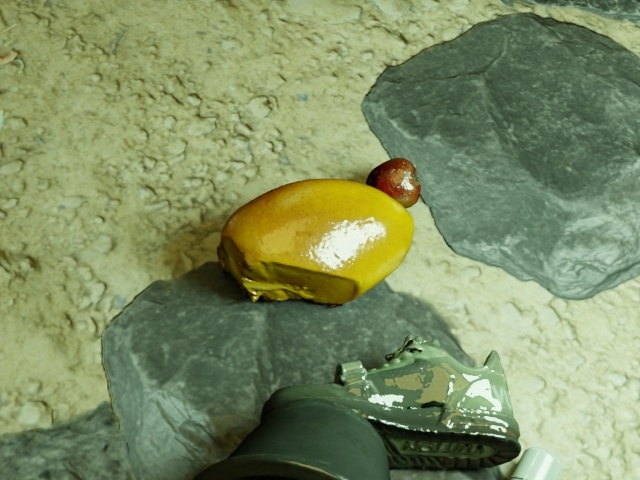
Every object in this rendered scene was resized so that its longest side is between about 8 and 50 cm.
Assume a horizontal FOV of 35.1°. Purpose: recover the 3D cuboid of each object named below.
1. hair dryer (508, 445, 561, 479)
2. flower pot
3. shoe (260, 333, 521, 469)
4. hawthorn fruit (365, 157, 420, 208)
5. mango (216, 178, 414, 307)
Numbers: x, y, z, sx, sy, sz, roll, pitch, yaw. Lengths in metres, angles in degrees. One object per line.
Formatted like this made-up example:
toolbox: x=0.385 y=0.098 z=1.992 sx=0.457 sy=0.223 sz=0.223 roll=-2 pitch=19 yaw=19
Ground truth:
hair dryer: x=0.272 y=0.298 z=1.125 sx=0.137 sy=0.047 sz=0.082 roll=32 pitch=57 yaw=10
flower pot: x=-0.014 y=0.261 z=1.040 sx=0.235 sy=0.235 sz=0.148 roll=14 pitch=35 yaw=5
shoe: x=0.081 y=0.173 z=1.162 sx=0.292 sy=0.109 sz=0.149 roll=7 pitch=50 yaw=-3
hawthorn fruit: x=0.097 y=-0.074 z=1.355 sx=0.077 sy=0.077 sz=0.077 roll=2 pitch=55 yaw=-3
mango: x=0.000 y=0.000 z=1.261 sx=0.252 sy=0.126 sz=0.154 roll=-10 pitch=68 yaw=-13
